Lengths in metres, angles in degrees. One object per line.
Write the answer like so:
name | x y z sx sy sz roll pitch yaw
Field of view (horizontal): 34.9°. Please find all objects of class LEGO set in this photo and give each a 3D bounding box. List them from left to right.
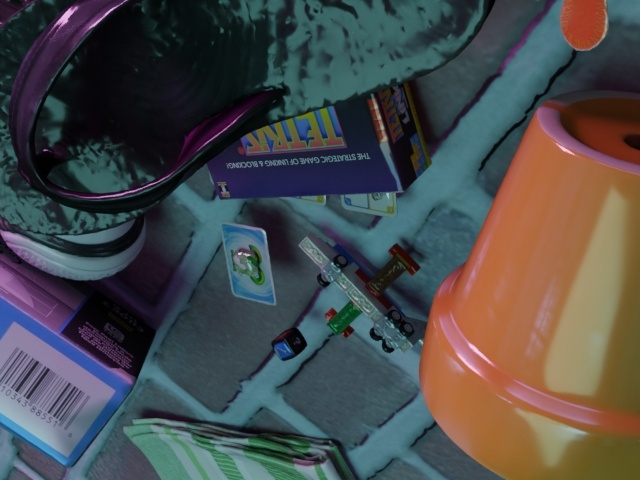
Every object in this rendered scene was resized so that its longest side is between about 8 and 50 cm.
LEGO set | 0.000 0.000 0.845 0.183 0.060 0.244 11 122 32

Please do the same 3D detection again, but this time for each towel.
towel | -0.067 0.311 1.198 0.325 0.038 0.247 -1 127 40

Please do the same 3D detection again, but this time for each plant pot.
plant pot | 0.174 0.021 0.606 0.205 0.205 0.187 21 123 22

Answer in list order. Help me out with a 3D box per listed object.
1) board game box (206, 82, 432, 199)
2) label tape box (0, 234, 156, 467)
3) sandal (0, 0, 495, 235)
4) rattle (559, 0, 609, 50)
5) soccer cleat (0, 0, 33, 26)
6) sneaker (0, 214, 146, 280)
board game box | -0.021 -0.102 0.725 0.170 0.048 0.141 -1 118 37
label tape box | -0.299 0.076 1.042 0.241 0.106 0.333 36 -176 -8
sandal | -0.103 -0.107 0.651 0.446 0.107 0.167 -22 109 35
rattle | 0.105 -0.203 0.463 0.200 0.142 0.130 36 178 -22
soccer cleat | -0.328 -0.235 0.831 0.318 0.108 0.116 31 154 13
sneaker | -0.311 -0.122 0.897 0.366 0.137 0.210 27 139 8
